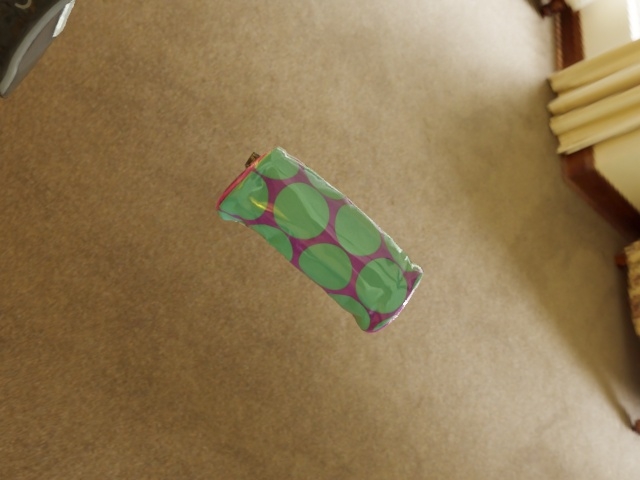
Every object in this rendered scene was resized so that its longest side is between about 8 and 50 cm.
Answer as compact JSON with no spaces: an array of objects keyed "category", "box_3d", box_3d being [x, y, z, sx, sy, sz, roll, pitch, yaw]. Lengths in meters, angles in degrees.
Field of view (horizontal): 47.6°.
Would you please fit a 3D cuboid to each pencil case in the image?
[{"category":"pencil case","box_3d":[0.000,0.000,0.519,0.152,0.070,0.064,40,36,-11]}]

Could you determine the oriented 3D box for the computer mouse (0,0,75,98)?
[{"category":"computer mouse","box_3d":[-0.210,-0.146,0.355,0.184,0.262,0.060,29,40,-21]}]
